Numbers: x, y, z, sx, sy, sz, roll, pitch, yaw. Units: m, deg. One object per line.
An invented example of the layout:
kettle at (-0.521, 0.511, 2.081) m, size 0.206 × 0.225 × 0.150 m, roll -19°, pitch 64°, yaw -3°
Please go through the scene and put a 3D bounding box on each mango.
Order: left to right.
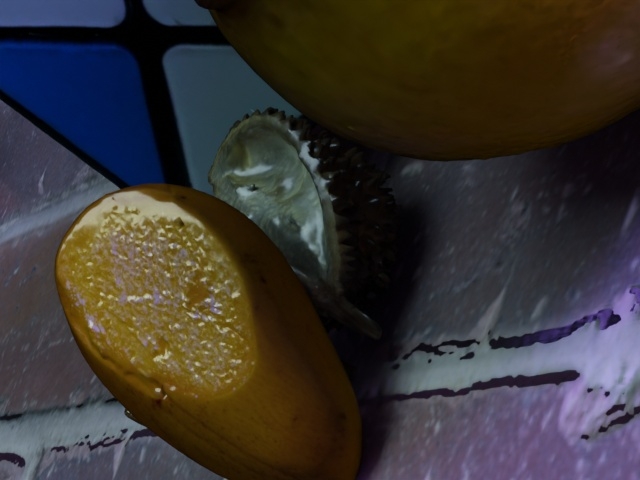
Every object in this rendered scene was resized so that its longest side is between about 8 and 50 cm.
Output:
mango at (-0.055, 0.059, 1.141) m, size 0.141 × 0.217 × 0.102 m, roll -52°, pitch -15°, yaw 23°

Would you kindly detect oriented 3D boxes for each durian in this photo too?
durian at (0.000, 0.000, 1.204) m, size 0.188 × 0.091 × 0.148 m, roll 52°, pitch 130°, yaw 45°

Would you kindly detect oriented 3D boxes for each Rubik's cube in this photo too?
Rubik's cube at (-0.075, -0.194, 1.319) m, size 0.246 × 0.250 × 0.248 m, roll -44°, pitch 14°, yaw 40°

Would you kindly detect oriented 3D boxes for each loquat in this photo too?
loquat at (0.089, -0.209, 0.978) m, size 0.359 × 0.328 × 0.328 m, roll -23°, pitch 6°, yaw -25°

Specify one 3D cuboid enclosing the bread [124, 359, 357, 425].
bread at (-0.049, 0.093, 1.215) m, size 0.139 × 0.084 × 0.074 m, roll -8°, pitch 57°, yaw 64°
